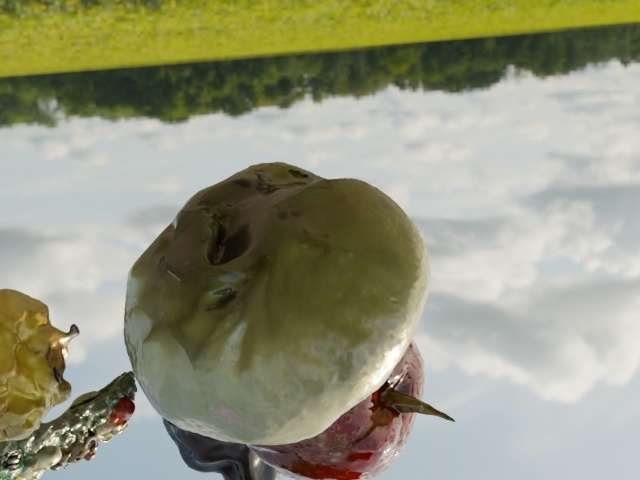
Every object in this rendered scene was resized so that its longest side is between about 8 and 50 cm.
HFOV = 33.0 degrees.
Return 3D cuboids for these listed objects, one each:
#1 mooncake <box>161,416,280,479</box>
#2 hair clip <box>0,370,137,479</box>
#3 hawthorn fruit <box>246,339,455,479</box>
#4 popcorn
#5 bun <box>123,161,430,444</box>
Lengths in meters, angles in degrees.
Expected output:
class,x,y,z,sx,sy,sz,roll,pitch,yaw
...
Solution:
class,x,y,z,sx,sy,sz,roll,pitch,yaw
mooncake,-0.067,0.195,1.629,0.381,0.350,0.212,-38,-163,6
hair clip,-0.363,0.277,1.489,0.138,0.091,0.321,-32,176,33
hawthorn fruit,0.001,0.176,1.334,0.258,0.258,0.262,-8,176,-22
popcorn,-0.343,0.136,1.189,0.152,0.167,0.148,-11,174,-1
bun,-0.048,0.045,0.911,0.273,0.168,0.272,-15,-132,18
